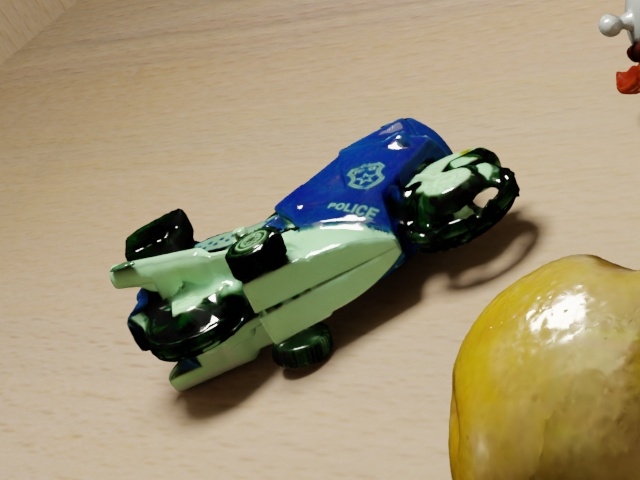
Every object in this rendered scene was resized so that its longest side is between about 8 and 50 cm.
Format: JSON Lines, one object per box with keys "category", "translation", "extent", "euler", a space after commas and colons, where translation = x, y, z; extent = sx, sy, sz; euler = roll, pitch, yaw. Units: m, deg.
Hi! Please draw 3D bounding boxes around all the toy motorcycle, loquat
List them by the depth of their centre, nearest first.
{"category": "loquat", "translation": [0.169, 0.097, 1.038], "extent": [0.213, 0.213, 0.213], "euler": [-27, 22, 12]}
{"category": "toy motorcycle", "translation": [0.000, 0.000, 1.582], "extent": [0.331, 0.125, 0.196], "euler": [-24, 21, 11]}

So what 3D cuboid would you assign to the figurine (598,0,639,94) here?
{"category": "figurine", "translation": [0.317, -0.196, 1.556], "extent": [0.226, 0.160, 0.183], "euler": [-46, 24, -11]}
